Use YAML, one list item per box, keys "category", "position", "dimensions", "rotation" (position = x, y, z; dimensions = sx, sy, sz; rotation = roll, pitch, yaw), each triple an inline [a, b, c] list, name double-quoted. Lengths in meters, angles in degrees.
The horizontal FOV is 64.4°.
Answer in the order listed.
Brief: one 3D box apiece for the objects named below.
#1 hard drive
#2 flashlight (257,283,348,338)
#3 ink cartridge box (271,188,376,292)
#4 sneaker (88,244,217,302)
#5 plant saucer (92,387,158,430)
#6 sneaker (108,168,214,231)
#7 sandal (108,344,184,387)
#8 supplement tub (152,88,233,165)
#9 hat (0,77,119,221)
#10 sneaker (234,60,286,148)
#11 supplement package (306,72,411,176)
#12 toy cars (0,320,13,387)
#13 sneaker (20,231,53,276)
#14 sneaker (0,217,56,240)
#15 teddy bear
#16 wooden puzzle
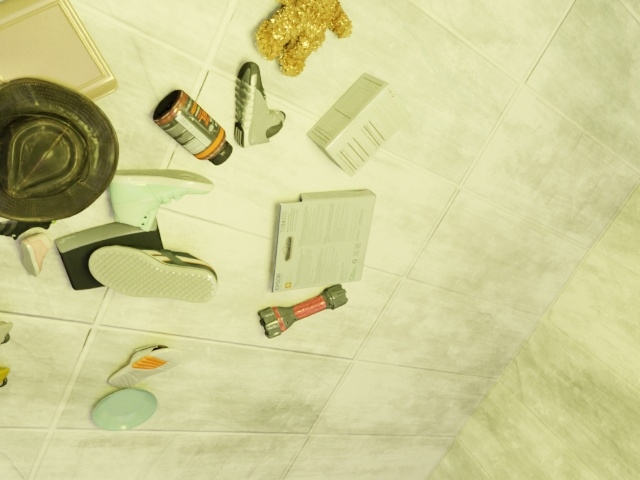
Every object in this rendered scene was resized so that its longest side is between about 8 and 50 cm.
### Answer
- category: "hard drive"
  position: [-0.547, 0.039, 1.352]
  dimensions: [0.255, 0.054, 0.171]
  rotation: [-16, 125, -20]
- category: "flashlight"
  position: [-0.055, 0.231, 1.716]
  dimensions: [0.304, 0.103, 0.103]
  rotation: [-20, 124, -16]
- category: "ink cartridge box"
  position: [0.000, 0.000, 1.626]
  dimensions: [0.331, 0.071, 0.323]
  rotation: [-5, 121, -23]
- category: "sneaker"
  position: [-0.432, 0.084, 1.343]
  dimensions: [0.321, 0.127, 0.126]
  rotation: [17, 103, -13]
- category: "plant saucer"
  position: [-0.622, 0.528, 1.619]
  dimensions: [0.195, 0.037, 0.194]
  rotation: [-15, 130, -18]
- category: "sneaker"
  position: [-0.408, -0.102, 1.315]
  dimensions: [0.256, 0.094, 0.151]
  rotation: [0, 113, -18]
- category: "sandal"
  position: [-0.541, 0.368, 1.553]
  dimensions: [0.265, 0.076, 0.102]
  rotation: [-26, 136, 15]
- category: "supplement tub"
  position: [-0.309, -0.272, 1.261]
  dimensions: [0.106, 0.106, 0.198]
  rotation: [-45, 130, 3]
- category: "hat"
  position: [-0.595, -0.167, 1.078]
  dimensions: [0.332, 0.134, 0.331]
  rotation: [-11, 117, -22]
- category: "sneaker"
  position: [-0.150, -0.353, 1.323]
  dimensions: [0.132, 0.086, 0.228]
  rotation: [-11, 133, -29]
- category: "supplement package"
  position: [0.107, -0.326, 1.436]
  dimensions: [0.244, 0.139, 0.134]
  rotation: [-45, 129, 4]
- category: "toy cars"
  position: [-0.880, 0.341, 1.285]
  dimensions: [0.087, 0.176, 0.393]
  rotation: [29, 126, -2]
- category: "sneaker"
  position: [-0.700, 0.032, 1.265]
  dimensions: [0.070, 0.051, 0.134]
  rotation: [-46, 167, -43]
- category: "sneaker"
  position: [-0.742, -0.034, 1.180]
  dimensions: [0.235, 0.084, 0.097]
  rotation: [-15, 126, -21]
- category: "teddy bear"
  position: [-0.020, -0.560, 1.240]
  dimensions: [0.338, 0.113, 0.245]
  rotation: [-41, 132, -1]
- category: "wooden puzzle"
  position: [-0.590, -0.386, 1.078]
  dimensions: [0.221, 0.044, 0.238]
  rotation: [-30, 124, -9]
